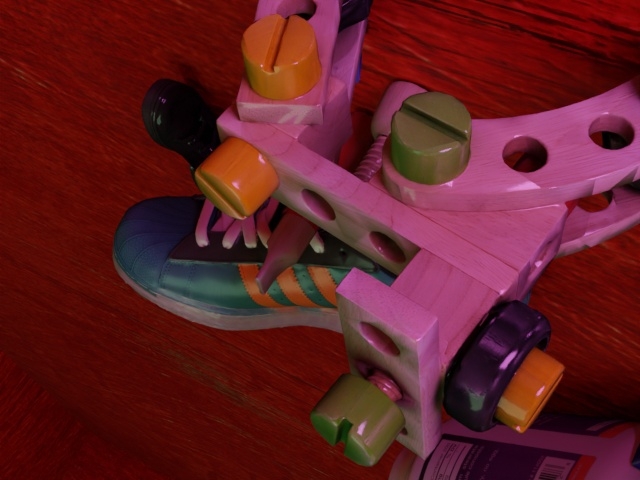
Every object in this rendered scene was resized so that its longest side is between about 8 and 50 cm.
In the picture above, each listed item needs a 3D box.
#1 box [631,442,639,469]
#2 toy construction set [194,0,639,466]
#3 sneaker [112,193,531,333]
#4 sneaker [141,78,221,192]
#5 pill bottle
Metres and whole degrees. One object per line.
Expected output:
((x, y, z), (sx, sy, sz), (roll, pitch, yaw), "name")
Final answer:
((0.302, 0.145, 0.718), (0.126, 0.072, 0.137), (31, 159, 4), "box")
((0.022, -0.014, 0.534), (0.257, 0.237, 0.309), (34, 160, -4), "toy construction set")
((0.000, 0.000, 0.754), (0.302, 0.108, 0.121), (10, 137, 3), "sneaker")
((-0.066, -0.061, 0.827), (0.089, 0.051, 0.170), (21, 161, 28), "sneaker")
((0.196, 0.240, 0.928), (0.181, 0.181, 0.323), (41, 158, -20), "pill bottle")
